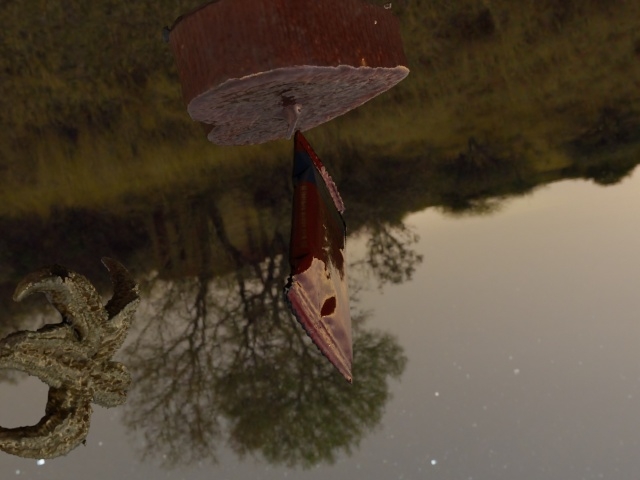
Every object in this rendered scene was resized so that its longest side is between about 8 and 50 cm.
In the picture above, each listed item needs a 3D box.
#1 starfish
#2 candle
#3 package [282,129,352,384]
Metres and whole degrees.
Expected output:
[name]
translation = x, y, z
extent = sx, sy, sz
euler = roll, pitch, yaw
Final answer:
[starfish]
translation = -0.209, 0.095, 0.608
extent = 0.071, 0.216, 0.238
euler = 12, 149, 4
[candle]
translation = -0.032, -0.201, 0.860
extent = 0.287, 0.131, 0.317
euler = -15, 177, -4
[package]
translation = 0.000, 0.000, 0.466
extent = 0.022, 0.083, 0.200
euler = -20, -148, 13
